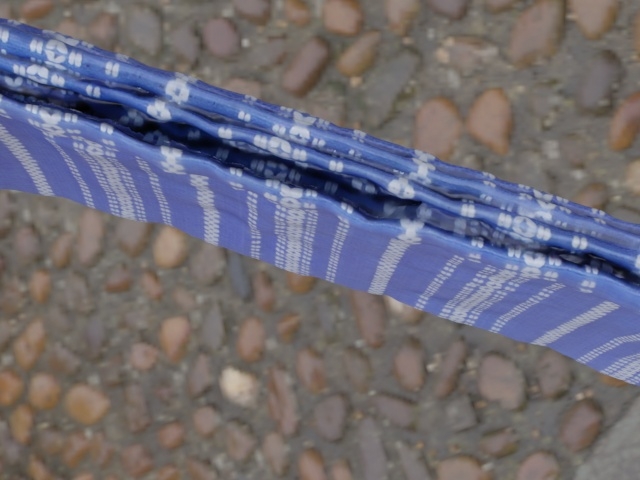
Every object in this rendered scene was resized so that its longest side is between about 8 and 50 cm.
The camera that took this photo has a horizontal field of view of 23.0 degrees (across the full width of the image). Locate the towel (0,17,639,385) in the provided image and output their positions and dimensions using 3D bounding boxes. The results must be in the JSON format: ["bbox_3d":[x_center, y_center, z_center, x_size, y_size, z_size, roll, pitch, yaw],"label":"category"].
[{"bbox_3d":[0.000,0.000,0.558,0.336,0.243,0.040,18,83,1],"label":"towel"}]
